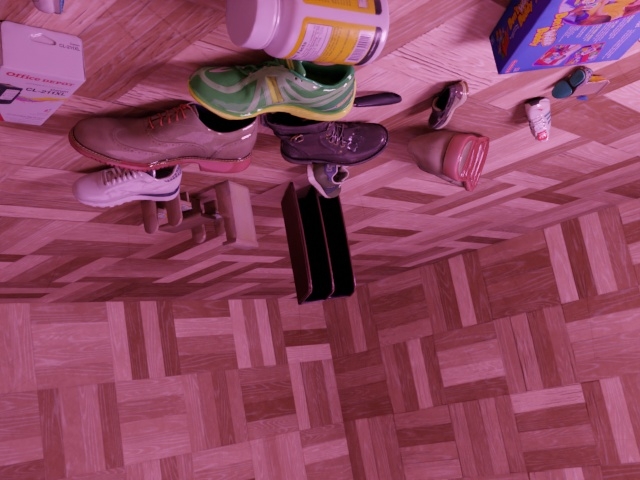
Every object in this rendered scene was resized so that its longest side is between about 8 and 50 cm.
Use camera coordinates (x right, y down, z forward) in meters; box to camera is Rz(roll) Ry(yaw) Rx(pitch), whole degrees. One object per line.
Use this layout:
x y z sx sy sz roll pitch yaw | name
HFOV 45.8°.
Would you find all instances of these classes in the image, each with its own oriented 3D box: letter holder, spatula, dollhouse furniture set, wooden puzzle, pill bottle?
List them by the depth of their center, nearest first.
-0.018 -0.313 1.064 0.208 0.119 0.119 -2 165 -31 | pill bottle
0.049 -0.270 1.443 0.296 0.084 0.030 -9 137 -42 | spatula
0.593 -0.340 1.681 0.078 0.014 0.116 -3 166 -12 | wooden puzzle
-0.301 -0.037 1.962 0.242 0.161 0.212 -16 166 24 | dollhouse furniture set
0.000 0.000 2.044 0.152 0.302 0.214 -8 167 -10 | letter holder

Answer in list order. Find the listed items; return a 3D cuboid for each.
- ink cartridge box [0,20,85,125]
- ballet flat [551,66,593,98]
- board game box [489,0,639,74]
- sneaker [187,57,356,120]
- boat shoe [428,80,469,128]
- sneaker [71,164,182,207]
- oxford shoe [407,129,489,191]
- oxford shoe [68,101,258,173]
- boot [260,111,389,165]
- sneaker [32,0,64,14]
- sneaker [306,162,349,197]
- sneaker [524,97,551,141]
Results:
-0.448 -0.244 1.132 0.127 0.072 0.175 2 163 -42 | ink cartridge box
0.538 -0.334 1.610 0.041 0.041 0.114 -6 167 -20 | ballet flat
0.436 -0.386 1.199 0.233 0.078 0.347 -9 167 -7 | board game box
-0.079 -0.275 1.283 0.295 0.109 0.124 -3 141 -20 | sneaker
0.255 -0.283 1.580 0.049 0.056 0.152 -1 155 -19 | boat shoe
-0.421 -0.135 1.652 0.235 0.090 0.095 -10 155 -19 | sneaker
0.320 -0.211 1.862 0.146 0.141 0.397 18 -177 20 | oxford shoe
-0.283 -0.210 1.406 0.348 0.123 0.130 -2 139 -27 | oxford shoe
0.017 -0.224 1.555 0.262 0.091 0.229 -8 168 0 | boot
-0.332 -0.334 0.828 0.092 0.087 0.229 -2 160 -5 | sneaker
0.036 -0.155 1.928 0.086 0.064 0.192 -9 165 20 | sneaker
0.511 -0.275 1.755 0.057 0.075 0.161 -14 167 16 | sneaker
